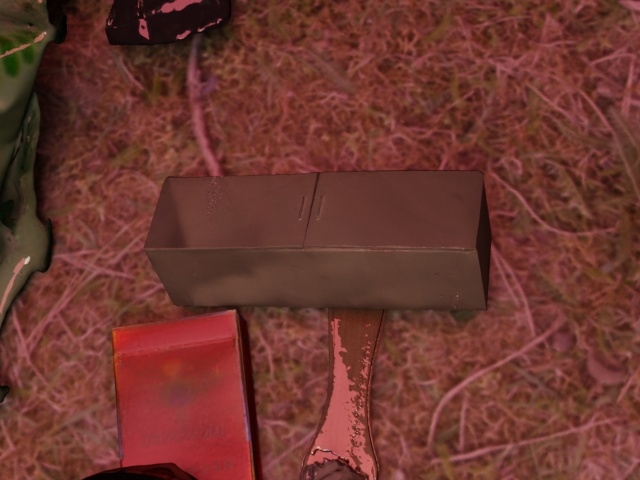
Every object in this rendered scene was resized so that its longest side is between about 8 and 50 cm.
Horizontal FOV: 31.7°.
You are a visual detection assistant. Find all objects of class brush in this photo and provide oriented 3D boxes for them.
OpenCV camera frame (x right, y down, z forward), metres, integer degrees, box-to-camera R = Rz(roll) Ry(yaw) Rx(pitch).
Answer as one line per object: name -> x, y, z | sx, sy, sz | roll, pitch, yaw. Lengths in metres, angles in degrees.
brush -> 0.017, 0.153, 0.906 | 0.070, 0.065, 0.328 | 4, 69, 8

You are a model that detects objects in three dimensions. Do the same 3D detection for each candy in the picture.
candy -> -0.354, -0.075, 0.943 | 0.262, 0.172, 0.398 | 12, 96, 12

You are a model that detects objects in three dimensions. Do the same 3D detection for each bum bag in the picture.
bum bag -> -0.134, -0.288, 1.086 | 0.123, 0.060, 0.248 | 3, 68, 6

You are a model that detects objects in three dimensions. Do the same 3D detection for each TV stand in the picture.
TV stand -> 0.000, 0.000, 0.923 | 0.269, 0.088, 0.083 | 0, 54, 14

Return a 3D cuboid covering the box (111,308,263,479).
box -> -0.109, 0.151, 0.925 | 0.112, 0.048, 0.175 | -8, 70, 5

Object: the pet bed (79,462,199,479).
pet bed -> -0.141, 0.263, 0.853 | 0.201, 0.053, 0.201 | 1, 97, 8
